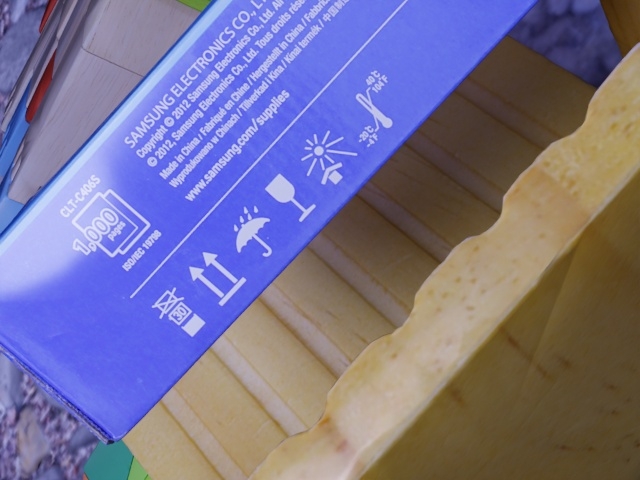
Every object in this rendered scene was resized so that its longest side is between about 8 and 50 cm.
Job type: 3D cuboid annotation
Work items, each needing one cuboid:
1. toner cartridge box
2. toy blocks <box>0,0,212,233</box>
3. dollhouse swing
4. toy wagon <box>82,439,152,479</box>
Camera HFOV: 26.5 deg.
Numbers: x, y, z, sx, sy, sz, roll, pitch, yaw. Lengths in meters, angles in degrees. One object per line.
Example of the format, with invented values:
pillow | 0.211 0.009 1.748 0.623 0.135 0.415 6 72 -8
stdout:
toner cartridge box | 0.023 -0.098 0.479 0.348 0.075 0.165 -46 12 7
toy blocks | -0.103 -0.129 0.804 0.261 0.191 0.381 -56 22 28
dollhouse swing | 0.000 0.000 0.579 0.347 0.315 0.305 -47 60 1
toy wagon | -0.056 0.152 0.775 0.344 0.068 0.267 45 108 41
